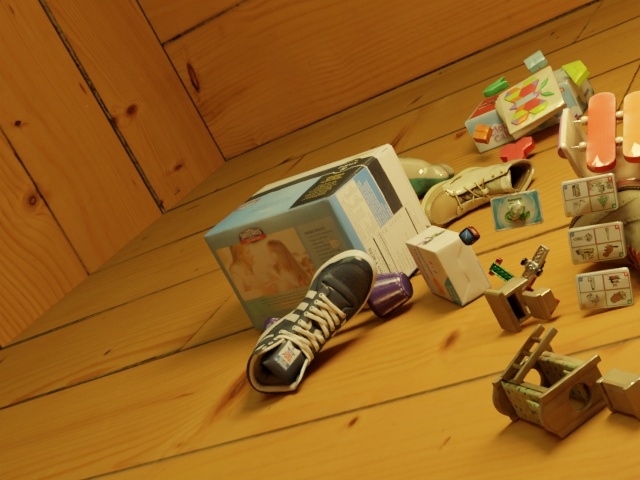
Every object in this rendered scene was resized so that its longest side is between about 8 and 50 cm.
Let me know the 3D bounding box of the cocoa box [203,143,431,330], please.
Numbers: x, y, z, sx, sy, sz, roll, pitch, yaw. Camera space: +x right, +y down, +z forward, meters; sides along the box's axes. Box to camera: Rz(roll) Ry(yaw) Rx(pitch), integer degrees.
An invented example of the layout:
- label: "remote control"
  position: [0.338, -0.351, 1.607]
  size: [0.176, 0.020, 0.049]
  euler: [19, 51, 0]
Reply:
- label: "cocoa box"
  position: [0.000, 0.000, 2.173]
  size: [0.347, 0.231, 0.228]
  euler: [-16, 19, 42]

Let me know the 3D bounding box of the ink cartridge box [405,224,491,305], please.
- label: "ink cartridge box"
  position: [0.204, 0.038, 1.904]
  size: [0.061, 0.104, 0.181]
  euler: [-30, 13, -10]

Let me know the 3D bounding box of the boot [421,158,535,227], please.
- label: "boot"
  position: [0.309, -0.095, 2.248]
  size: [0.213, 0.077, 0.165]
  euler: [-35, 17, -36]

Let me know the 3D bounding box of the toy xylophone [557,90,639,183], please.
- label: "toy xylophone"
  position: [0.502, -0.170, 1.646]
  size: [0.323, 0.081, 0.236]
  euler: [-13, 32, 14]

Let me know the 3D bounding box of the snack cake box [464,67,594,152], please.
- label: "snack cake box"
  position: [0.484, -0.307, 2.647]
  size: [0.264, 0.089, 0.152]
  euler: [-20, 18, 32]

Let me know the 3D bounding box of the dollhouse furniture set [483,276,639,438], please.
- label: "dollhouse furniture set"
  position: [0.261, 0.136, 1.310]
  size: [0.101, 0.161, 0.182]
  euler: [-33, 13, -17]

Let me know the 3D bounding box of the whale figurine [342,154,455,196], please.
- label: "whale figurine"
  position: [0.163, -0.121, 2.575]
  size: [0.272, 0.141, 0.216]
  euler: [1, 10, 16]

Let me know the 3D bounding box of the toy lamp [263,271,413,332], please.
- label: "toy lamp"
  position: [0.033, 0.123, 1.994]
  size: [0.275, 0.080, 0.080]
  euler: [-22, 15, 26]

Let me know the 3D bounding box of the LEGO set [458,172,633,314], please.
- label: "LEGO set"
  position: [0.318, 0.017, 1.617]
  size: [0.244, 0.182, 0.060]
  euler: [-11, -6, 33]

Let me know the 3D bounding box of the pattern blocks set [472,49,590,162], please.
- label: "pattern blocks set"
  position: [0.460, -0.302, 2.514]
  size: [0.285, 0.026, 0.325]
  euler: [-38, 31, 6]

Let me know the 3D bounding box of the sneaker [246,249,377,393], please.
- label: "sneaker"
  position: [-0.016, 0.142, 1.878]
  size: [0.282, 0.099, 0.153]
  euler: [-46, 6, 21]

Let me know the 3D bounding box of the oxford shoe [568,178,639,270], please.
- label: "oxford shoe"
  position: [0.449, -0.004, 1.556]
  size: [0.130, 0.123, 0.348]
  euler: [-53, 17, -25]
